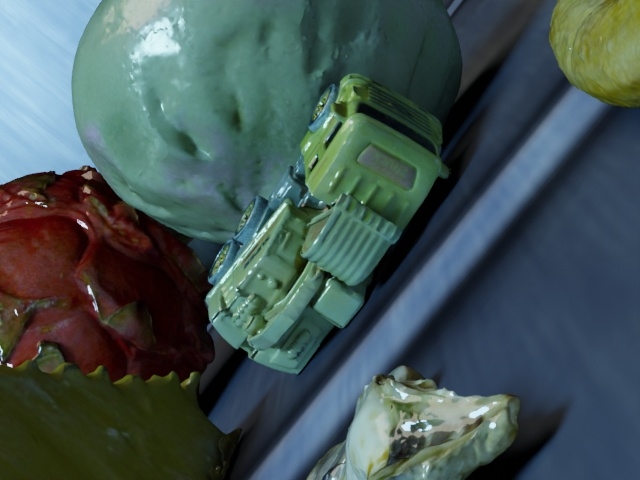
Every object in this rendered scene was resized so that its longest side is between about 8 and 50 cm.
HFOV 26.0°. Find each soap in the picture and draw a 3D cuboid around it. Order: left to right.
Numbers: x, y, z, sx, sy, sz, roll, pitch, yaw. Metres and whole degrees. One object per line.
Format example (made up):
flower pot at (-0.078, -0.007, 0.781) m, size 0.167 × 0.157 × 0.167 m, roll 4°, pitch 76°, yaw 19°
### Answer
soap at (-0.222, 0.128, 0.811) m, size 0.169 × 0.304 × 0.339 m, roll -48°, pitch 8°, yaw 19°

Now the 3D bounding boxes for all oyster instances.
oyster at (0.004, 0.095, 0.464) m, size 0.146 × 0.045 × 0.121 m, roll -61°, pitch 9°, yaw 4°

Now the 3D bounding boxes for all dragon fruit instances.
dragon fruit at (-0.232, 0.096, 1.210) m, size 0.342 × 0.277 × 0.277 m, roll -62°, pitch 9°, yaw -23°

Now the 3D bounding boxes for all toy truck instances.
toy truck at (0.000, 0.000, 0.865) m, size 0.191 × 0.085 × 0.116 m, roll -55°, pitch 15°, yaw 20°

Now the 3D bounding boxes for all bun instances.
bun at (-0.032, -0.088, 0.973) m, size 0.283 × 0.283 × 0.179 m, roll -50°, pitch 40°, yaw 32°

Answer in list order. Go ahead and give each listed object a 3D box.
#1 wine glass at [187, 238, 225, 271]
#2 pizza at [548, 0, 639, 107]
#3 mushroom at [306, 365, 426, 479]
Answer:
wine glass at (-0.128, -0.015, 1.374) m, size 0.093 × 0.202 × 0.093 m, roll -52°, pitch 5°, yaw 6°
pizza at (0.158, -0.140, 0.541) m, size 0.197 × 0.058 × 0.292 m, roll -51°, pitch 6°, yaw 18°
mushroom at (0.010, 0.093, 0.556) m, size 0.101 × 0.019 × 0.049 m, roll -54°, pitch 5°, yaw -12°
